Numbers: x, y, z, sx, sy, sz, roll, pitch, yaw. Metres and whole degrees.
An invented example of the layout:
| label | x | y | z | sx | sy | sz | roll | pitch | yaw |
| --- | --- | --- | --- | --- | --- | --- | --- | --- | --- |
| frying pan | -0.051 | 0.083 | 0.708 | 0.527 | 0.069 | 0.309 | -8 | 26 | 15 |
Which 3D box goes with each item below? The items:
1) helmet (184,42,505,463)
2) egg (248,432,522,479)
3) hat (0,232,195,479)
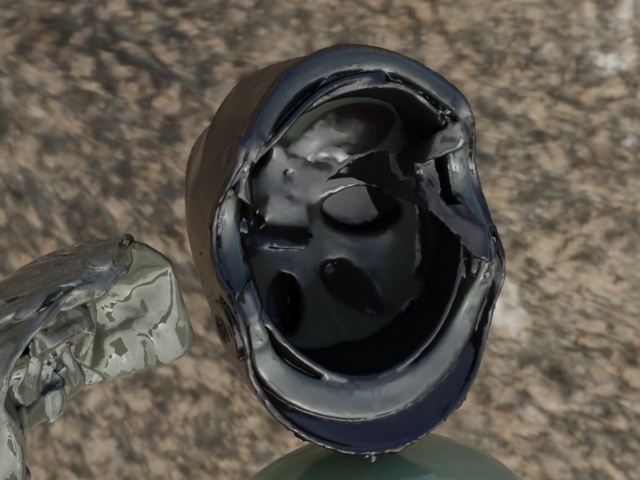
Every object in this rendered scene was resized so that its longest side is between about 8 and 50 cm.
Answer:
| label | x | y | z | sx | sy | sz | roll | pitch | yaw |
| --- | --- | --- | --- | --- | --- | --- | --- | --- | --- |
| helmet | 0.000 | 0.000 | 1.103 | 0.225 | 0.177 | 0.305 | -9 | 104 | -27 |
| egg | 0.046 | 0.251 | 1.140 | 0.283 | 0.203 | 0.203 | -7 | 100 | -20 |
| hat | -0.212 | 0.075 | 0.935 | 0.245 | 0.214 | 0.149 | -1 | 114 | 27 |
